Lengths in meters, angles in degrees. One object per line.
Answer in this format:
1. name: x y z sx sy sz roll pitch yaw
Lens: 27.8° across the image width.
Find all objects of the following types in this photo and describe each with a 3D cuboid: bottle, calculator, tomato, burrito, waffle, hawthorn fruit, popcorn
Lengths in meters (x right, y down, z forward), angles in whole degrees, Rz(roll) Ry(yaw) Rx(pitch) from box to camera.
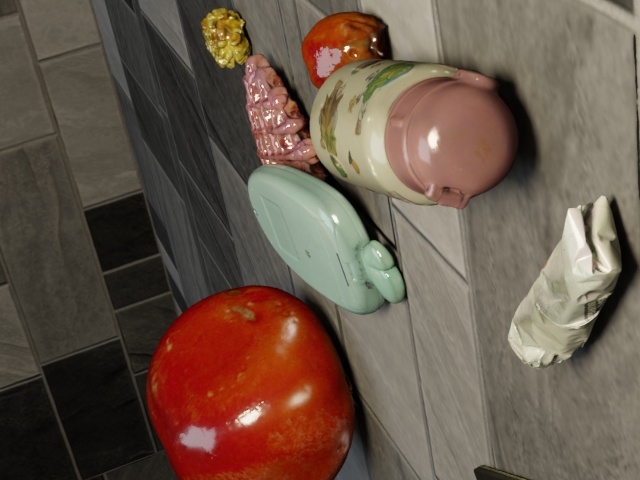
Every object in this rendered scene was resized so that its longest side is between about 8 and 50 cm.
1. bottle: 0.080 -0.090 1.071 0.253 0.120 0.120 -156 48 -70
2. calculator: 0.000 0.000 1.556 0.295 0.042 0.184 29 145 52
3. tomato: -0.100 0.237 1.891 0.325 0.290 0.293 56 168 40
4. burrito: 0.184 0.040 0.964 0.203 0.064 0.064 99 149 -61
5. waffle: -0.044 -0.114 1.671 0.221 0.056 0.234 85 159 -53
6. hawthorn fruit: 0.031 -0.182 1.245 0.093 0.081 0.081 -18 92 48
7. popcorn: -0.128 -0.277 1.775 0.083 0.057 0.082 34 143 64

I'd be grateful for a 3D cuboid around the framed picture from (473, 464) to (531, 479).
1. framed picture: 0.254 0.398 1.284 0.265 0.016 0.347 160 91 -77
